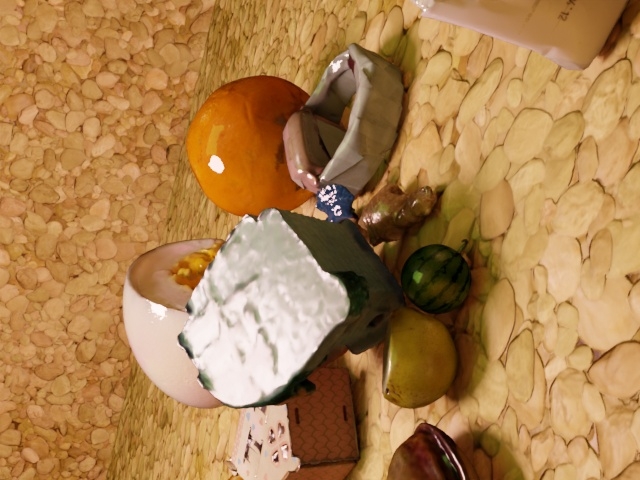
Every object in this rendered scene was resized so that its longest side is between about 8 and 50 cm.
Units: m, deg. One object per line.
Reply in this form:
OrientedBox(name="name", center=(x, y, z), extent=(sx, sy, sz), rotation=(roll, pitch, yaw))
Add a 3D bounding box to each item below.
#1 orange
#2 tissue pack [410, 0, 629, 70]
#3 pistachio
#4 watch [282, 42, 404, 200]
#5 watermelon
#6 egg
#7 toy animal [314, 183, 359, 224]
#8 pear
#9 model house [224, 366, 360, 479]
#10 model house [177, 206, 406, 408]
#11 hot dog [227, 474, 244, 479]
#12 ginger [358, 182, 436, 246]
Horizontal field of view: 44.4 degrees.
OrientedBox(name="orange", center=(-0.133, -0.199, 1.669), extent=(0.312, 0.311, 0.312), rotation=(-169, 90, -68))
OrientedBox(name="tissue pack", center=(0.254, -0.401, 0.862), extent=(0.194, 0.265, 0.357), rotation=(-110, 38, -52))
OrientedBox(name="pistachio", center=(0.140, 0.325, 0.993), extent=(0.210, 0.130, 0.165), rotation=(-98, 24, -56))
OrientedBox(name="watch", center=(0.058, -0.226, 1.456), extent=(0.241, 0.161, 0.254), rotation=(-45, 41, 35))
OrientedBox(name="watermelon", center=(0.165, 0.051, 1.100), extent=(0.109, 0.108, 0.109), rotation=(-169, 90, -68))
OrientedBox(name="egg", center=(-0.258, 0.213, 1.758), extent=(0.354, 0.354, 0.340), rotation=(-122, 31, -59))
OrientedBox(name="toy animal", center=(0.000, 0.000, 1.446), extent=(0.255, 0.239, 0.176), rotation=(-22, 96, 43))
OrientedBox(name="pear", center=(0.140, 0.166, 1.098), extent=(0.141, 0.103, 0.141), rotation=(10, -90, -89))
OrientedBox(name="model house", center=(-0.031, 0.325, 1.393), extent=(0.244, 0.169, 0.326), rotation=(27, 107, 60))
OrientedBox(name="model house", center=(-0.001, 0.117, 1.253), extent=(0.252, 0.329, 0.295), rotation=(48, 114, 29))
OrientedBox(name="hot dog", center=(-0.171, 0.538, 1.745), extent=(0.055, 0.072, 0.188), rotation=(54, 143, 15))
OrientedBox(name="ginger", center=(0.130, -0.057, 1.283), extent=(0.165, 0.067, 0.096), rotation=(-31, 51, 45))
